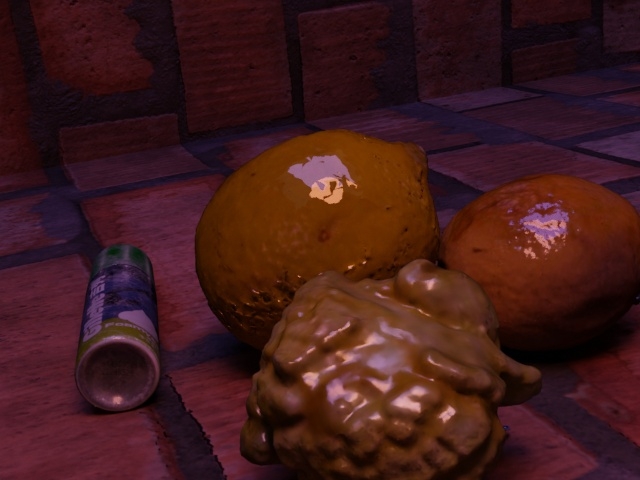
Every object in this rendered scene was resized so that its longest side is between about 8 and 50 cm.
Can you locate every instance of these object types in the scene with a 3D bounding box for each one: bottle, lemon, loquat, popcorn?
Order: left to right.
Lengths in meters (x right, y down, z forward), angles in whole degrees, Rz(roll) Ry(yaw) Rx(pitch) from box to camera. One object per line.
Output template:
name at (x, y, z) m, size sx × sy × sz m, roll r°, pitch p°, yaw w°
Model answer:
bottle at (-0.250, 0.094, 1.061) m, size 0.093 × 0.093 × 0.330 m, roll -9°, pitch 20°, yaw -9°
lemon at (0.000, 0.000, 0.972) m, size 0.310 × 0.258 × 0.258 m, roll -36°, pitch 15°, yaw 13°
popcorn at (0.050, 0.132, 0.741) m, size 0.255 × 0.195 × 0.256 m, roll -22°, pitch 22°, yaw -14°
loquat at (0.249, 0.022, 0.970) m, size 0.238 × 0.193 × 0.238 m, roll -3°, pitch 13°, yaw 1°

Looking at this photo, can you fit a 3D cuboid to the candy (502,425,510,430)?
candy at (0.143, 0.174, 0.825) m, size 0.083 × 0.020 × 0.030 m, roll 14°, pitch 28°, yaw 40°
